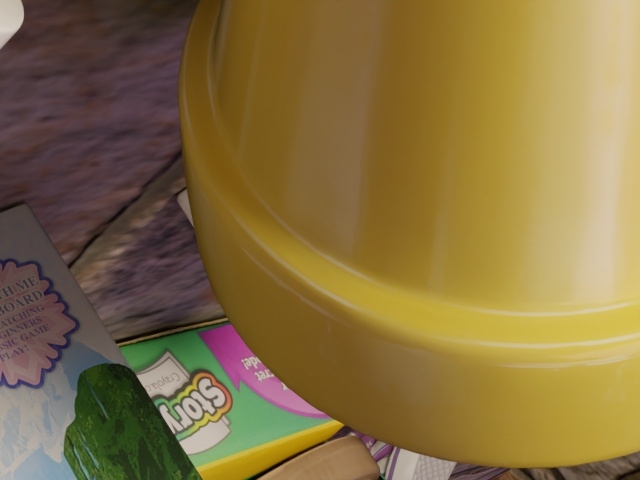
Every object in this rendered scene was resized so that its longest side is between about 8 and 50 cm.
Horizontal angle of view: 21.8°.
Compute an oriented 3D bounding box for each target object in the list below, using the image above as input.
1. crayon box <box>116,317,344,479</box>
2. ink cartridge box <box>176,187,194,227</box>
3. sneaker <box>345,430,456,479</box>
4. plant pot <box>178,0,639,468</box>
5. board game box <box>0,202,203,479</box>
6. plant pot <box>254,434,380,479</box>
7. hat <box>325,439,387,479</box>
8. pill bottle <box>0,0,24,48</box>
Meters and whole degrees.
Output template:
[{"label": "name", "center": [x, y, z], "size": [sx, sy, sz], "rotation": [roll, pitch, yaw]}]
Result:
[{"label": "crayon box", "center": [-0.203, 0.191, 1.051], "size": [0.313, 0.106, 0.363], "rotation": [-45, 161, 31]}, {"label": "ink cartridge box", "center": [0.000, 0.000, 0.913], "size": [0.092, 0.090, 0.143], "rotation": [-35, 163, 5]}, {"label": "sneaker", "center": [0.037, 0.195, 1.550], "size": [0.102, 0.161, 0.282], "rotation": [28, 86, -59]}, {"label": "plant pot", "center": [0.073, -0.087, 0.566], "size": [0.254, 0.254, 0.239], "rotation": [-29, 149, -17]}, {"label": "board game box", "center": [-0.181, 0.173, 0.658], "size": [0.319, 0.318, 0.066], "rotation": [-25, 159, -31]}, {"label": "plant pot", "center": [-0.041, 0.244, 1.140], "size": [0.237, 0.109, 0.237], "rotation": [-34, 166, -10]}, {"label": "hat", "center": [-0.046, 0.289, 1.398], "size": [0.208, 0.173, 0.183], "rotation": [-39, -159, 42]}, {"label": "pill bottle", "center": [-0.151, -0.047, 0.528], "size": [0.120, 0.067, 0.067], "rotation": [-40, 163, 22]}]
